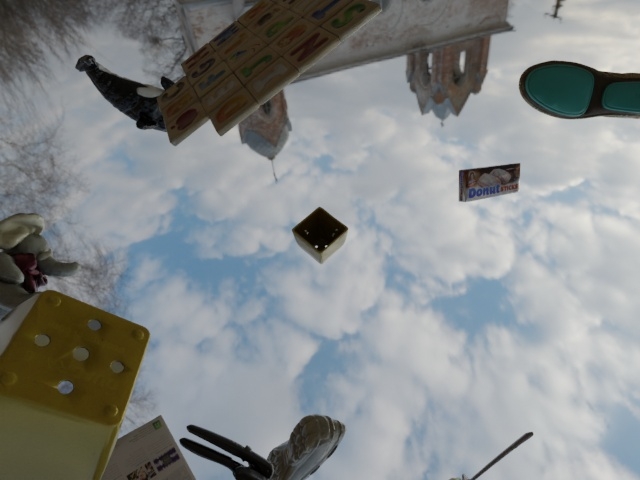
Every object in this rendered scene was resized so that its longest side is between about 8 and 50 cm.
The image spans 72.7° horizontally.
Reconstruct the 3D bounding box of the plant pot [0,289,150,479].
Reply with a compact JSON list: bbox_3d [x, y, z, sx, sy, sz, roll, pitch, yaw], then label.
[{"bbox_3d":[-0.341,0.190,0.561,0.187,0.212,0.212,-45,-152,28],"label":"plant pot"}]

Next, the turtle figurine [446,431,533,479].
[{"bbox_3d":[0.208,0.443,0.590,0.198,0.266,0.275,48,-123,7],"label":"turtle figurine"}]

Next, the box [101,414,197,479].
[{"bbox_3d":[-0.439,0.646,1.102,0.232,0.058,0.322,-18,-117,-47],"label":"box"}]

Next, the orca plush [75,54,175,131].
[{"bbox_3d":[-0.406,-0.309,0.996,0.151,0.287,0.102,-22,-122,21],"label":"orca plush"}]

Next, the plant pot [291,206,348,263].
[{"bbox_3d":[0.000,0.000,0.877,0.081,0.083,0.081,39,-114,23],"label":"plant pot"}]

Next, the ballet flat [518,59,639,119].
[{"bbox_3d":[0.356,-0.198,0.589,0.206,0.073,0.067,8,-161,-5],"label":"ballet flat"}]

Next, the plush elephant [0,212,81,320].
[{"bbox_3d":[-0.776,0.090,1.142,0.330,0.271,0.255,27,-136,0],"label":"plush elephant"}]

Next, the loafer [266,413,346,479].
[{"bbox_3d":[-0.046,0.530,1.057,0.112,0.319,0.112,14,-141,-27],"label":"loafer"}]

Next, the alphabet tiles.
[{"bbox_3d":[-0.078,-0.267,0.585,0.343,0.011,0.285,-37,-137,4],"label":"alphabet tiles"}]

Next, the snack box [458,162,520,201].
[{"bbox_3d":[0.352,-0.122,0.902,0.178,0.064,0.022,-12,-164,-31],"label":"snack box"}]

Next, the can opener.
[{"bbox_3d":[-0.166,0.388,0.790,0.186,0.073,0.059,34,-115,-2],"label":"can opener"}]
